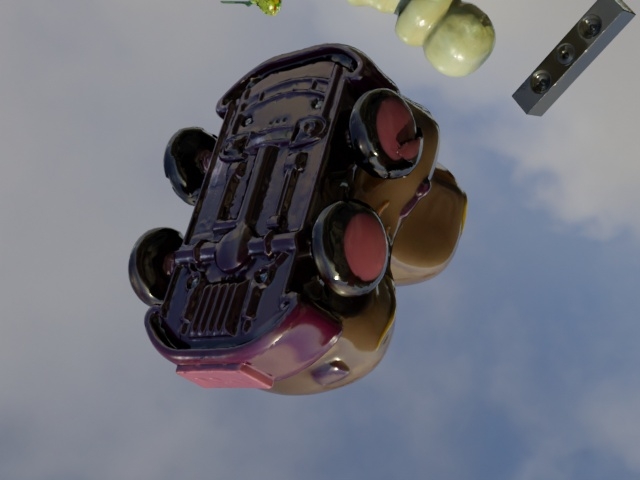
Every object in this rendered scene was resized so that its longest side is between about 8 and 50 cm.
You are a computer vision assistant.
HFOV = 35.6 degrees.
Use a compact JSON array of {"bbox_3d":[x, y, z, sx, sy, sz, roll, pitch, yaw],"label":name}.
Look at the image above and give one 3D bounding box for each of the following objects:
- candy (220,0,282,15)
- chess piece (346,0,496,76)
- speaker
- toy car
[{"bbox_3d":[-0.115,-0.385,1.623,0.035,0.122,0.035,-52,-41,-39],"label":"candy"},{"bbox_3d":[0.127,-0.316,1.307,0.243,0.133,0.133,44,-141,9],"label":"chess piece"},{"bbox_3d":[0.347,-0.253,1.374,0.046,0.191,0.040,-2,-130,-49],"label":"speaker"},{"bbox_3d":[0.000,0.000,0.935,0.240,0.271,0.341,38,-121,-39],"label":"toy car"}]
